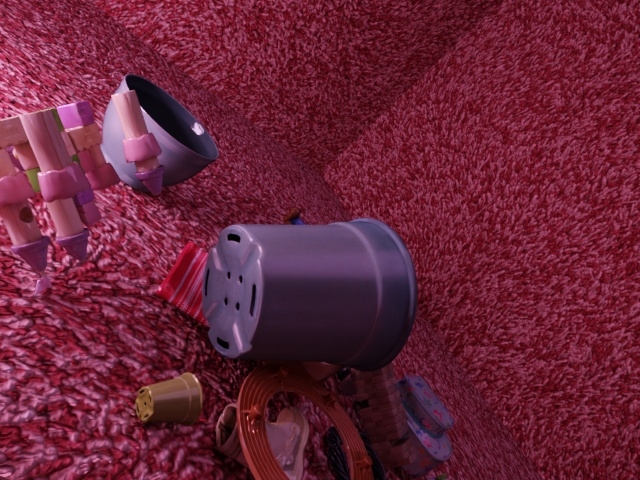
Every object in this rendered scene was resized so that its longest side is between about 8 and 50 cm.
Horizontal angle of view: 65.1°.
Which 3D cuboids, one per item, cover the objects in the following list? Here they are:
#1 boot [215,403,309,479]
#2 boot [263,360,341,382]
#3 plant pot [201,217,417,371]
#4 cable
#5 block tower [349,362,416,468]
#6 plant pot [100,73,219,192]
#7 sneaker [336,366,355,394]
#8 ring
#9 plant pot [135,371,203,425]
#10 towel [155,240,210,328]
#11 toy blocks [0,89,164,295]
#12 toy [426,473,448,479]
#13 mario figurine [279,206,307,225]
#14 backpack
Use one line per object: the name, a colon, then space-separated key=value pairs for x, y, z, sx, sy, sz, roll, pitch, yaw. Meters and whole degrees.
boot: x=-0.105 y=0.345 z=0.919 sx=0.165 sy=0.077 sz=0.213 roll=42 pitch=15 yaw=-12
boot: x=-0.055 y=0.254 z=1.261 sx=0.211 sy=0.104 sz=0.295 roll=54 pitch=19 yaw=24
plant pot: x=-0.041 y=0.105 z=1.032 sx=0.334 sy=0.341 sz=0.341 roll=6 pitch=38 yaw=-36
cable: x=0.078 y=0.488 z=1.114 sx=0.150 sy=0.047 sz=0.184 roll=37 pitch=20 yaw=-20
block tower: x=0.146 y=0.389 z=1.259 sx=0.091 sy=0.097 sz=0.335 roll=15 pitch=57 yaw=-65
plant pot: x=-0.437 y=-0.249 z=1.295 sx=0.293 sy=0.196 sz=0.293 roll=44 pitch=14 yaw=-14
sneaker: x=0.120 y=0.367 z=1.482 sx=0.268 sy=0.101 sz=0.153 roll=23 pitch=30 yaw=-55
ring: x=-0.013 y=0.364 z=0.913 sx=0.336 sy=0.032 sz=0.336 roll=40 pitch=20 yaw=-18
plant pot: x=-0.240 y=0.251 z=0.780 sx=0.079 sy=0.083 sz=0.083 roll=10 pitch=38 yaw=-48
towel: x=-0.212 y=0.129 z=1.118 sx=0.275 sy=0.031 sz=0.199 roll=35 pitch=30 yaw=-11
toy blocks: x=-0.454 y=-0.087 z=0.858 sx=0.288 sy=0.309 sz=0.260 roll=-63 pitch=144 yaw=-63
toy: x=0.383 y=0.742 z=1.346 sx=0.137 sy=0.056 sz=0.237 roll=33 pitch=20 yaw=-43
mario figurine: x=0.000 y=0.000 z=1.967 sx=0.320 sy=0.198 sz=0.170 roll=38 pitch=-6 yaw=-18
backpack: x=0.250 y=0.499 z=1.372 sx=0.225 sy=0.191 sz=0.253 roll=28 pitch=29 yaw=-57
